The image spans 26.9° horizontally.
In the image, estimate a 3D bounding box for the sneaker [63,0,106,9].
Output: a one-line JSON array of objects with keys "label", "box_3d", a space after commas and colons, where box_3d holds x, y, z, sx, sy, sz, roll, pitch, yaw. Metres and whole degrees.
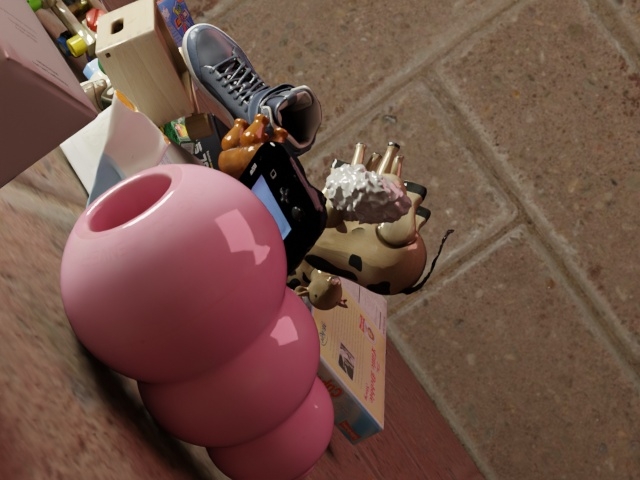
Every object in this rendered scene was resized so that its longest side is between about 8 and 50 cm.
[{"label": "sneaker", "box_3d": [-0.434, -0.453, 2.273, 0.217, 0.079, 0.121, 59, 5, 26]}]

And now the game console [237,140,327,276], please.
[{"label": "game console", "box_3d": [-0.094, 0.013, 1.377, 0.213, 0.044, 0.361, 54, -36, 11]}]

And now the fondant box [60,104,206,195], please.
[{"label": "fondant box", "box_3d": [-0.178, -0.020, 1.717, 0.238, 0.096, 0.330, 57, 7, 15]}]

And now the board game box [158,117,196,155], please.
[{"label": "board game box", "box_3d": [-0.240, -0.164, 2.039, 0.260, 0.030, 0.136, -120, -146, -48]}]

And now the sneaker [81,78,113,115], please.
[{"label": "sneaker", "box_3d": [-0.271, -0.145, 1.815, 0.188, 0.071, 0.066, 47, 9, -51]}]

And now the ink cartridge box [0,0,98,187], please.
[{"label": "ink cartridge box", "box_3d": [-0.309, -0.148, 0.950, 0.233, 0.171, 0.168, 55, 5, 13]}]

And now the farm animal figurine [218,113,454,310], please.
[{"label": "farm animal figurine", "box_3d": [0.000, 0.000, 1.704, 0.326, 0.172, 0.330, 12, -21, 30]}]

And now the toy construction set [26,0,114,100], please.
[{"label": "toy construction set", "box_3d": [-0.327, -0.310, 1.936, 0.215, 0.151, 0.328, 107, -40, -65]}]

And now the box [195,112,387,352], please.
[{"label": "box", "box_3d": [-0.067, 0.009, 2.225, 0.395, 0.097, 0.318, 43, 19, -37]}]

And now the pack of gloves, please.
[{"label": "pack of gloves", "box_3d": [-0.179, -0.010, 1.380, 0.195, 0.046, 0.232, 46, -36, 15]}]

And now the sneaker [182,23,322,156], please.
[{"label": "sneaker", "box_3d": [-0.086, -0.202, 1.753, 0.226, 0.086, 0.163, 56, -21, -6]}]

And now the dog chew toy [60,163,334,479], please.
[{"label": "dog chew toy", "box_3d": [-0.096, 0.094, 1.244, 0.332, 0.206, 0.207, 61, 2, -26]}]

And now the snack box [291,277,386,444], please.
[{"label": "snack box", "box_3d": [0.024, 0.131, 1.994, 0.187, 0.060, 0.322, 50, 22, -24]}]

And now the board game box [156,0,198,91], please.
[{"label": "board game box", "box_3d": [-0.220, -0.301, 2.061, 0.281, 0.027, 0.145, -77, 147, -75]}]

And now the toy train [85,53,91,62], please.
[{"label": "toy train", "box_3d": [-0.264, -0.259, 2.210, 0.248, 0.143, 0.105, 49, 8, -44]}]

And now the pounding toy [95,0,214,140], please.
[{"label": "pounding toy", "box_3d": [-0.223, -0.211, 1.793, 0.181, 0.094, 0.206, -104, 171, -59]}]
